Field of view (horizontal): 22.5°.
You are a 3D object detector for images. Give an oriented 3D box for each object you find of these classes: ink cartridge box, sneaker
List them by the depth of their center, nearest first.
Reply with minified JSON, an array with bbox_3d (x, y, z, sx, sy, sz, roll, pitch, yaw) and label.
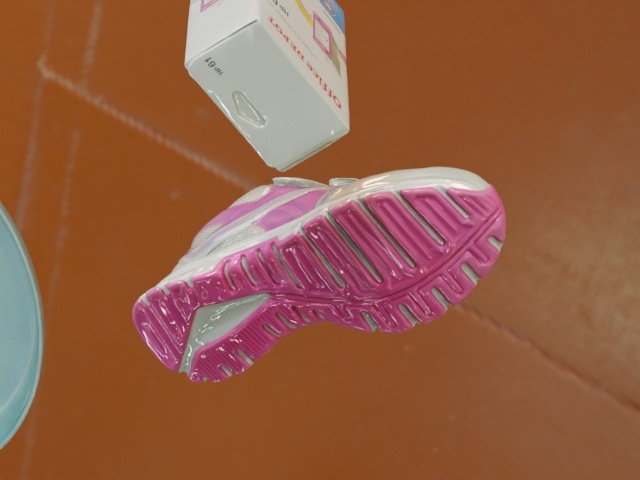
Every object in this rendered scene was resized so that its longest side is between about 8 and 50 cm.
[{"bbox_3d":[-0.028,-0.111,0.888,0.052,0.122,0.088,-28,125,22],"label":"ink cartridge box"},{"bbox_3d":[0.000,0.000,1.032,0.252,0.111,0.103,-16,121,23],"label":"sneaker"}]

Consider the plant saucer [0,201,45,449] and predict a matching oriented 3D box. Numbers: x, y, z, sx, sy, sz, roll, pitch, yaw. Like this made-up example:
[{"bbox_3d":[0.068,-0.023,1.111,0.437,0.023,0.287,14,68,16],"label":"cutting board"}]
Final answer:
[{"bbox_3d":[-0.355,0.044,1.324,0.317,0.043,0.318,8,110,22],"label":"plant saucer"}]
